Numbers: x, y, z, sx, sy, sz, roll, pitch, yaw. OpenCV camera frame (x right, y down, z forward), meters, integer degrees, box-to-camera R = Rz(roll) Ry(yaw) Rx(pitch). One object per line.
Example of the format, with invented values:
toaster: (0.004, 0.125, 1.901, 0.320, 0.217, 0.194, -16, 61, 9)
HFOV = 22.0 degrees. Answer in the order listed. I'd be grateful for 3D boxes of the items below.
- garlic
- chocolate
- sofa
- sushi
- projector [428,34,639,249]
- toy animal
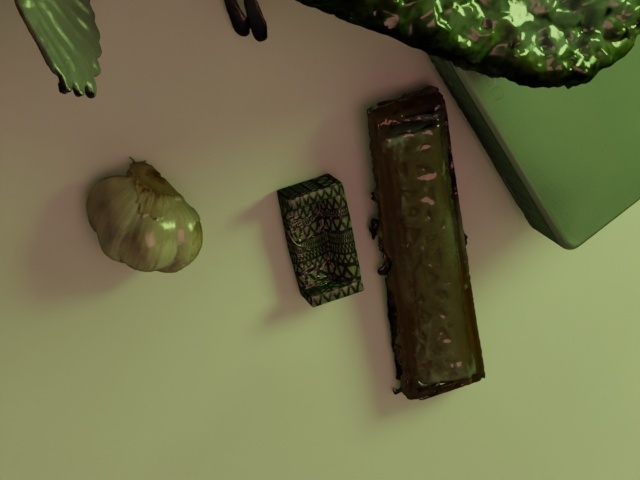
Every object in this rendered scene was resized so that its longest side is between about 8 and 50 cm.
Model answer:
garlic: (-0.164, -0.010, 1.505, 0.113, 0.074, 0.094, 28, 116, -1)
chocolate: (0.107, 0.013, 1.623, 0.102, 0.065, 0.329, -16, 115, -16)
sofa: (0.000, 0.000, 1.591, 0.060, 0.039, 0.118, -18, 113, -14)
sushi: (0.133, -0.291, 1.363, 0.352, 0.178, 0.294, 14, 97, -27)
projector: (0.238, -0.147, 1.599, 0.192, 0.099, 0.257, -37, 116, -4)
toy animal: (-0.170, -0.287, 1.359, 0.284, 0.225, 0.302, -17, 117, -34)
